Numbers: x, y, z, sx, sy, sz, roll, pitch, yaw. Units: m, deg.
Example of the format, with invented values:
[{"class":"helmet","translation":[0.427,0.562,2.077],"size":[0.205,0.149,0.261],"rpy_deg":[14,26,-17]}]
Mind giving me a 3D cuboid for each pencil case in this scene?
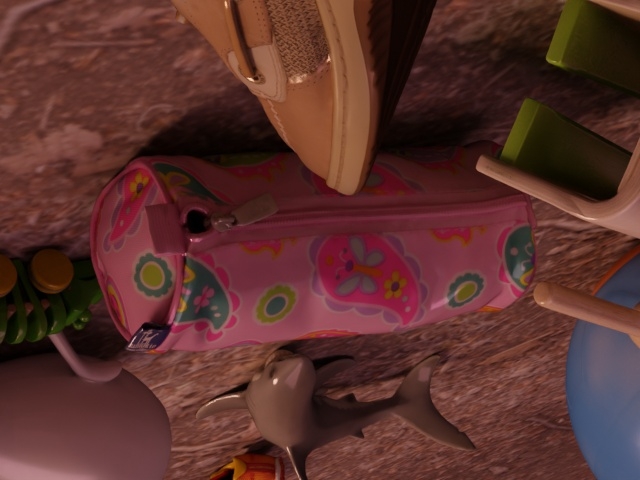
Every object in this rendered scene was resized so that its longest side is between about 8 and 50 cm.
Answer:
[{"class":"pencil case","translation":[0.000,0.000,1.010],"size":[0.284,0.124,0.124],"rpy_deg":[-3,153,-32]}]

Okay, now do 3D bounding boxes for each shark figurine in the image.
[{"class":"shark figurine","translation":[0.008,0.177,1.458],"size":[0.166,0.116,0.278],"rpy_deg":[-30,155,27]}]

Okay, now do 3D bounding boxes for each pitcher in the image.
[{"class":"pitcher","translation":[-0.198,0.120,1.154],"size":[0.207,0.125,0.178],"rpy_deg":[15,123,-42]}]

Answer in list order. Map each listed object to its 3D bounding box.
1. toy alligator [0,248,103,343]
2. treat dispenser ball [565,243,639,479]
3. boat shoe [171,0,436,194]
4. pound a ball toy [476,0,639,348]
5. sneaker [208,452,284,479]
[{"class":"toy alligator","translation":[-0.174,0.040,1.048],"size":[0.189,0.051,0.056],"rpy_deg":[-3,154,-36]},{"class":"treat dispenser ball","translation":[0.353,0.122,1.378],"size":[0.288,0.288,0.288],"rpy_deg":[-17,158,-7]},{"class":"boat shoe","translation":[-0.009,-0.131,0.728],"size":[0.110,0.122,0.341],"rpy_deg":[17,157,9]},{"class":"pound a ball toy","translation":[0.228,-0.017,1.014],"size":[0.319,0.135,0.208],"rpy_deg":[15,99,-54]},{"class":"sneaker","translation":[-0.090,0.258,1.658],"size":[0.067,0.064,0.175],"rpy_deg":[10,144,-16]}]
